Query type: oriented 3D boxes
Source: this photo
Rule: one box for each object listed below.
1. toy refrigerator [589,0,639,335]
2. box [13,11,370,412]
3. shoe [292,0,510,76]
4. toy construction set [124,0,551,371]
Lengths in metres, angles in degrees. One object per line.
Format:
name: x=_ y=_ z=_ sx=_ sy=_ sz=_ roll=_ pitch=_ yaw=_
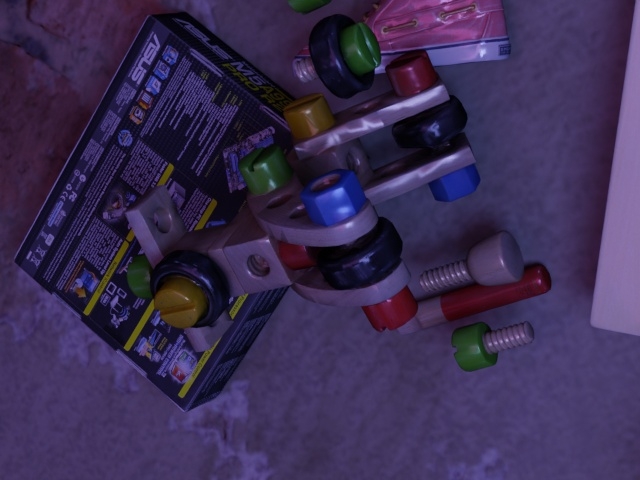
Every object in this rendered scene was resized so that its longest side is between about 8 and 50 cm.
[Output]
toy refrigerator: x=0.269 y=-0.067 z=1.192 sx=0.102 sy=0.094 sz=0.269 roll=10 pitch=104 yaw=18
box: x=-0.116 y=-0.024 z=1.407 sx=0.216 sy=0.060 sz=0.270 roll=39 pitch=113 yaw=15
shoe: x=0.059 y=-0.173 z=1.295 sx=0.178 sy=0.063 sz=0.081 roll=-4 pitch=96 yaw=22
toy construction set: x=0.000 y=0.000 z=1.244 sx=0.237 sy=0.309 sz=0.257 roll=-19 pitch=47 yaw=29
